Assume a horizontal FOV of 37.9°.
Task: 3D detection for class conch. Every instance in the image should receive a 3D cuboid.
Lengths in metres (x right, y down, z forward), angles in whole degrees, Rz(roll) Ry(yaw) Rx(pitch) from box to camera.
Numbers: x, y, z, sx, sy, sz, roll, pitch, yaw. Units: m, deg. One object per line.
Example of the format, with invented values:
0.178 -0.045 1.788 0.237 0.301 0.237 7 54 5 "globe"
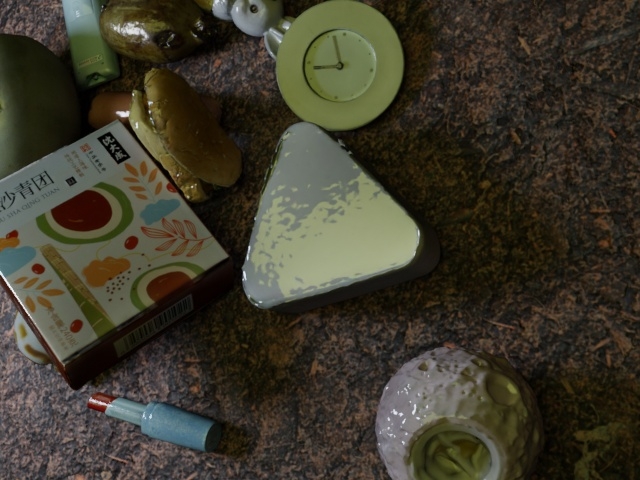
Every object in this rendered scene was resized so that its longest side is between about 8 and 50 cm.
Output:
-0.511 0.150 1.797 0.149 0.183 0.275 -3 98 -6 "conch"

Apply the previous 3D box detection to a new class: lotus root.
-0.314 -0.417 1.805 0.260 0.128 0.145 12 76 21 "lotus root"

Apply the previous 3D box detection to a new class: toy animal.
-0.096 -0.411 1.717 0.221 0.131 0.104 35 69 21 "toy animal"

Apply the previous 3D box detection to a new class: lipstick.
-0.316 0.330 1.736 0.274 0.061 0.068 12 89 23 "lipstick"

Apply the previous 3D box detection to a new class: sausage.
-0.321 -0.245 1.807 0.289 0.086 0.086 6 85 24 "sausage"

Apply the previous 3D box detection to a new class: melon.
-0.605 -0.242 1.823 0.268 0.268 0.330 -16 73 19 "melon"

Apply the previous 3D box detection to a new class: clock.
0.036 -0.312 1.670 0.235 0.029 0.235 0 92 9 "clock"

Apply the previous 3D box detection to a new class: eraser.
0.000 0.000 1.610 0.331 0.150 0.331 -3 80 19 "eraser"

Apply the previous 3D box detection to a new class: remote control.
-0.485 -0.458 1.922 0.103 0.051 0.293 -17 77 19 "remote control"

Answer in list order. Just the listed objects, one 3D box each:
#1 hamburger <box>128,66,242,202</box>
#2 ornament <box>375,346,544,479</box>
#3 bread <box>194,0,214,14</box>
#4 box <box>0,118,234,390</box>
-0.244 -0.182 1.676 0.124 0.131 0.262 -30 115 16 "hamburger"
0.215 0.285 1.434 0.259 0.225 0.259 3 108 9 "ornament"
-0.216 -0.486 1.825 0.070 0.035 0.083 19 96 24 "bread"
-0.407 0.015 1.701 0.344 0.122 0.385 -33 69 -20 "box"
